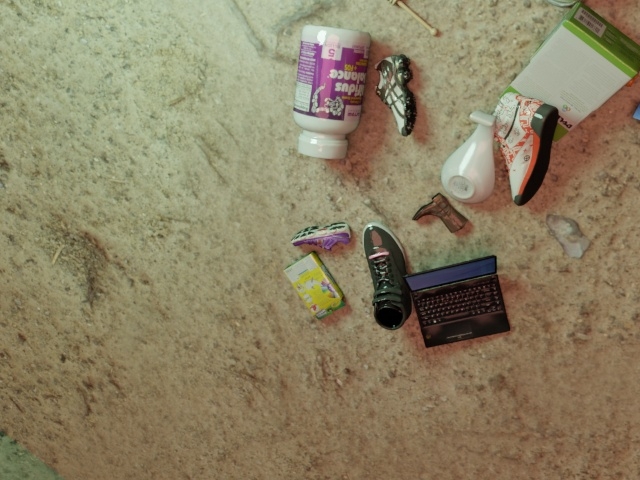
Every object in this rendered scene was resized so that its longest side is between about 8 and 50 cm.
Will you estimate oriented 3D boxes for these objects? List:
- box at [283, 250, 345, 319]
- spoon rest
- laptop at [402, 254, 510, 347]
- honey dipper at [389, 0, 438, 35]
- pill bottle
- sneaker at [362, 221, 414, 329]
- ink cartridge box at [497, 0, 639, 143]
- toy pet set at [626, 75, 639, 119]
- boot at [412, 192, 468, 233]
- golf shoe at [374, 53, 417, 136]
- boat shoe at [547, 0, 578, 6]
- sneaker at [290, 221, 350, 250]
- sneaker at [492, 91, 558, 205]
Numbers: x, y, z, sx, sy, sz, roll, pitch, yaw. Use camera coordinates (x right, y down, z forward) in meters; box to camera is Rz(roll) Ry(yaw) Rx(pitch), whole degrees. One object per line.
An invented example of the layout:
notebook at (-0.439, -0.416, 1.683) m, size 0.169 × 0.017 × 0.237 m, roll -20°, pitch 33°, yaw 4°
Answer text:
box at (-0.012, 0.130, 1.661) m, size 0.105 × 0.043 × 0.179 m, roll -31°, pitch 95°, yaw 21°
spoon rest at (0.368, -0.196, 1.402) m, size 0.137 × 0.084 × 0.276 m, roll 28°, pitch 144°, yaw 19°
laptop at (0.356, 0.165, 1.510) m, size 0.234 × 0.136 × 0.264 m, roll -14°, pitch 104°, yaw 12°
honey dipper at (0.216, -0.543, 1.391) m, size 0.160 × 0.030 × 0.030 m, roll 38°, pitch 113°, yaw -2°
pill bottle at (0.022, -0.359, 1.426) m, size 0.169 × 0.169 × 0.302 m, roll 11°, pitch 110°, yaw 11°
sneaker at (0.175, 0.102, 1.545) m, size 0.104 × 0.147 × 0.296 m, roll -14°, pitch 103°, yaw 19°
ink cartridge box at (0.559, -0.372, 1.328) m, size 0.189 × 0.097 × 0.255 m, roll 38°, pitch 147°, yaw 0°
toy pet set at (0.742, -0.322, 1.301) m, size 0.122 × 0.065 × 0.114 m, roll 22°, pitch 112°, yaw 8°
boot at (0.311, -0.052, 1.522) m, size 0.114 × 0.037 × 0.106 m, roll 45°, pitch 115°, yaw -7°
golf shoe at (0.183, -0.353, 1.444) m, size 0.094 × 0.077 × 0.198 m, roll -3°, pitch 100°, yaw 27°
boat shoe at (0.415, -0.620, 1.243) m, size 0.367 × 0.156 × 0.136 m, roll 37°, pitch 112°, yaw 1°
sneaker at (0.000, 0.000, 1.604) m, size 0.169 × 0.068 × 0.071 m, roll -8°, pitch 111°, yaw 16°
sneaker at (0.468, -0.222, 1.403) m, size 0.145 × 0.090 × 0.270 m, roll 38°, pitch 145°, yaw 36°
